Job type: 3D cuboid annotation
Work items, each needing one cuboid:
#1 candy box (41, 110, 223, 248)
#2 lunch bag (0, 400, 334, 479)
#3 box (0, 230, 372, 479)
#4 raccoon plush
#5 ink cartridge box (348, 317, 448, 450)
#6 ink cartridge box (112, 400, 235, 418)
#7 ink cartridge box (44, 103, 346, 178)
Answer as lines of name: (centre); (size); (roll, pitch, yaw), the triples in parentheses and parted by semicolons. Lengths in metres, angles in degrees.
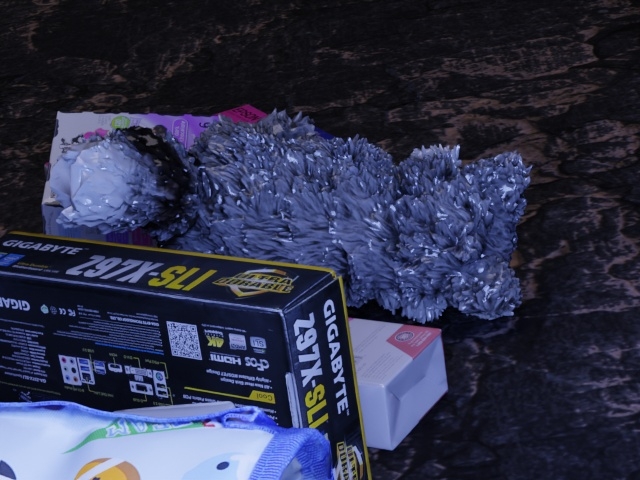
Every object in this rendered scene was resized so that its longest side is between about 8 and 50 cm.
candy box: (-0.208, -0.067, 2.010); (0.196, 0.070, 0.165); (1, 44, -2)
lunch bag: (-0.169, 0.266, 0.904); (0.328, 0.239, 0.385); (-1, 60, 20)
box: (-0.118, 0.135, 1.336); (0.322, 0.257, 0.079); (6, 26, 35)
raccoon plush: (0.000, 0.000, 1.629); (0.299, 0.216, 0.446); (5, 10, 28)
ink cartridge box: (-0.001, 0.120, 1.581); (0.198, 0.067, 0.115); (6, 26, 30)
ink cartridge box: (-0.091, 0.237, 1.126); (0.092, 0.219, 0.160); (-6, 21, 18)
ink cartridge box: (-0.137, -0.096, 2.186); (0.371, 0.069, 0.176); (-16, 23, -23)
